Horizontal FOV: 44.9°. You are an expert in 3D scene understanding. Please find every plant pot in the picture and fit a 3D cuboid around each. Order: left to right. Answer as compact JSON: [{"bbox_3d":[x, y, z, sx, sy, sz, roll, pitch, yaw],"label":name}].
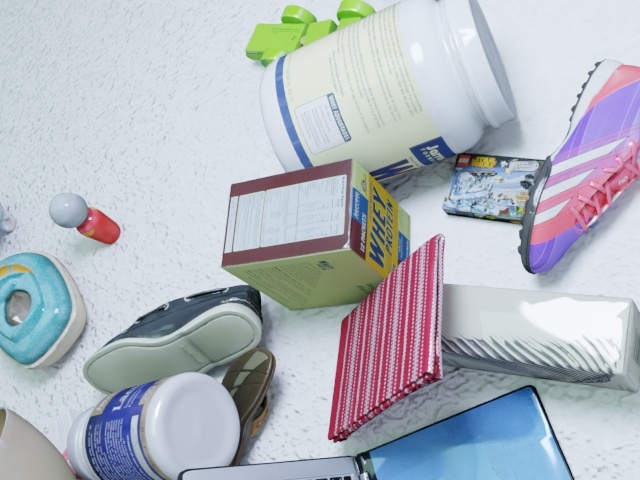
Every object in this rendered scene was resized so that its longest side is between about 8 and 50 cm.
[{"bbox_3d":[-0.455,0.415,1.130,0.284,0.191,0.284,-42,25,25],"label":"plant pot"}]

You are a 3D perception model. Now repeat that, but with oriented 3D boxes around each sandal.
[{"bbox_3d":[-0.113,0.265,1.159,0.090,0.060,0.219,16,91,46],"label":"sandal"}]

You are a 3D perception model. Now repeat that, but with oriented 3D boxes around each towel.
[{"bbox_3d":[0.084,0.135,1.005,0.275,0.031,0.199,130,153,-51],"label":"towel"}]

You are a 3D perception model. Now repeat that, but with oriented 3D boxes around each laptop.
[{"bbox_3d":[0.092,0.389,0.872,0.236,0.408,0.382,-53,43,43],"label":"laptop"}]

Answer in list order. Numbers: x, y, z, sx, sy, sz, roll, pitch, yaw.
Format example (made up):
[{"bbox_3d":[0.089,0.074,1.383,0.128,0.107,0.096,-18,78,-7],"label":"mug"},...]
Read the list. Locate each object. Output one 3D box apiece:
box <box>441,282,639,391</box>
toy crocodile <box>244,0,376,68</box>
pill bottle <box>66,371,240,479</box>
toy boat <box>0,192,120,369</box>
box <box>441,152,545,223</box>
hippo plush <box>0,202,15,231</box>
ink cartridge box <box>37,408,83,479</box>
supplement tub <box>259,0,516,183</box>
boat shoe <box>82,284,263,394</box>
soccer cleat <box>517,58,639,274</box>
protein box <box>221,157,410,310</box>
[{"bbox_3d":[0.253,0.118,0.974,0.275,0.113,0.094,2,71,33],"label":"box"},{"bbox_3d":[0.003,-0.340,1.355,0.340,0.105,0.115,9,73,38],"label":"toy crocodile"},{"bbox_3d":[-0.255,0.288,1.142,0.264,0.153,0.153,-21,57,41],"label":"pill bottle"},{"bbox_3d":[-0.511,0.061,1.432,0.267,0.148,0.318,35,88,37],"label":"toy boat"},{"bbox_3d":[0.252,-0.076,1.117,0.137,0.027,0.094,10,75,34],"label":"box"},{"bbox_3d":[-0.743,0.013,1.595,0.236,0.234,0.294,-38,9,-11],"label":"hippo plush"},{"bbox_3d":[-0.464,0.385,1.300,0.198,0.067,0.115,-34,56,13],"label":"ink cartridge box"},{"bbox_3d":[0.099,-0.213,1.144,0.324,0.235,0.235,-19,59,22],"label":"supplement tub"},{"bbox_3d":[-0.234,0.153,1.251,0.340,0.127,0.113,-28,27,26],"label":"boat shoe"},{"bbox_3d":[0.362,-0.092,1.015,0.116,0.108,0.318,22,78,32],"label":"soccer cleat"},{"bbox_3d":[0.000,0.000,1.123,0.201,0.200,0.136,-9,64,27],"label":"protein box"}]
